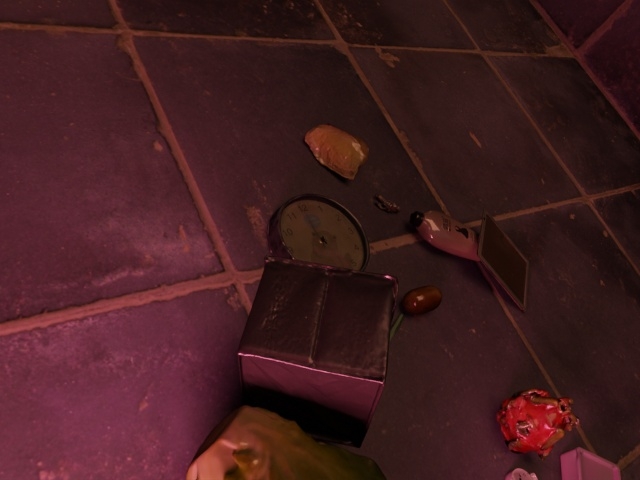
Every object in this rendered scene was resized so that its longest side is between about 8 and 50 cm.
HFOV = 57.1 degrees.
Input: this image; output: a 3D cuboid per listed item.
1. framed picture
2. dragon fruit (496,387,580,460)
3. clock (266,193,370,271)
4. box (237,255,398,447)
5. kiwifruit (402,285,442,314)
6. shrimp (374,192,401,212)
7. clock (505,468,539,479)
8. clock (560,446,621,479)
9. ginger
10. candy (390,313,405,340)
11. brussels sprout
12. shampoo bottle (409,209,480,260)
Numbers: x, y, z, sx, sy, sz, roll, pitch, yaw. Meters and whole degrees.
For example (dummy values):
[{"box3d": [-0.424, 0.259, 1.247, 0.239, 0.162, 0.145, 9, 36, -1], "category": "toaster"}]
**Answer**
[{"box3d": [0.558, 0.058, 1.796, 0.273, 0.016, 0.216, 46, 43, -22], "category": "framed picture"}, {"box3d": [0.537, 0.447, 1.450, 0.160, 0.172, 0.167, -25, 74, -41], "category": "dragon fruit"}, {"box3d": [0.000, 0.000, 1.520, 0.280, 0.055, 0.281, 17, 51, -22], "category": "clock"}, {"box3d": [-0.011, 0.222, 1.116, 0.251, 0.345, 0.205, 11, 53, 3], "category": "box"}, {"box3d": [0.271, 0.157, 1.560, 0.124, 0.075, 0.075, -4, 61, -39], "category": "kiwifruit"}, {"box3d": [0.196, -0.104, 1.737, 0.092, 0.029, 0.038, 29, 56, -4], "category": "shrimp"}, {"box3d": [0.493, 0.609, 1.396, 0.087, 0.041, 0.129, 6, 51, -24], "category": "clock"}, {"box3d": [0.685, 0.642, 1.476, 0.150, 0.063, 0.197, 27, 48, -13], "category": "clock"}, {"box3d": [0.055, -0.279, 1.741, 0.193, 0.115, 0.122, 36, 25, 6], "category": "ginger"}, {"box3d": [0.140, 0.270, 1.413, 0.335, 0.093, 0.092, -46, 131, -52], "category": "candy"}, {"box3d": [-0.052, 0.461, 1.005, 0.371, 0.276, 0.315, 33, 43, -6], "category": "brussels sprout"}, {"box3d": [0.376, -0.021, 1.749, 0.256, 0.078, 0.127, 22, 54, -19], "category": "shampoo bottle"}]
